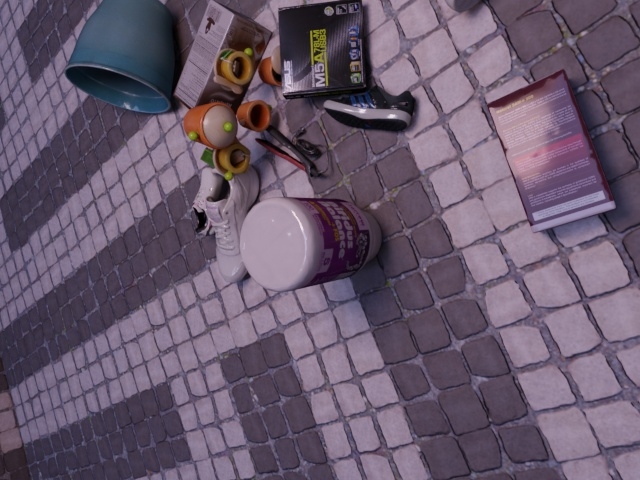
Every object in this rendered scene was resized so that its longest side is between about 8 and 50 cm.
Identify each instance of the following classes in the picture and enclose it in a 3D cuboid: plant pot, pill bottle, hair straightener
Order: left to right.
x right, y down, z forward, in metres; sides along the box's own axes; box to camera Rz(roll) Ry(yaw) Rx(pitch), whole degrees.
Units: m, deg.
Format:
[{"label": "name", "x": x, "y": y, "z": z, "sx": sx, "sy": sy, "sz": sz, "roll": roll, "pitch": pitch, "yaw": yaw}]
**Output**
[{"label": "plant pot", "x": -0.522, "y": -0.525, "z": 1.287, "sx": 0.271, "sy": 0.271, "sz": 0.256, "roll": 5, "pitch": 80, "yaw": 33}, {"label": "hair straightener", "x": -0.061, "y": -0.224, "z": 1.104, "sx": 0.230, "sy": 0.047, "sz": 0.089, "roll": 39, "pitch": 113, "yaw": 32}, {"label": "pill bottle", "x": 0.000, "y": 0.000, "z": 0.926, "sx": 0.169, "sy": 0.301, "sz": 0.170, "roll": 3, "pitch": 95, "yaw": 34}]

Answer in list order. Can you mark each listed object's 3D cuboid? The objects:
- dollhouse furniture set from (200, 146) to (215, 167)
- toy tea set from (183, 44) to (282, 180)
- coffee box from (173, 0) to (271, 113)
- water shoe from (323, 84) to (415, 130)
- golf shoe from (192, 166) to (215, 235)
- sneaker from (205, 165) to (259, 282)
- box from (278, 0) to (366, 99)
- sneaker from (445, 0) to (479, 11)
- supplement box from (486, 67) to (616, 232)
[{"label": "dollhouse furniture set", "x": -0.256, "y": -0.241, "z": 1.213, "sx": 0.058, "sy": 0.152, "sz": 0.076, "roll": 28, "pitch": 120, "yaw": -13}, {"label": "toy tea set", "x": -0.159, "y": -0.306, "z": 1.042, "sx": 0.124, "sy": 0.200, "sz": 0.336, "roll": 16, "pitch": 78, "yaw": 41}, {"label": "coffee box", "x": -0.243, "y": -0.436, "z": 1.162, "sx": 0.098, "sy": 0.141, "sz": 0.247, "roll": 41, "pitch": 115, "yaw": 25}, {"label": "water shoe", "x": 0.104, "y": -0.284, "z": 0.992, "sx": 0.203, "sy": 0.073, "sz": 0.080, "roll": 18, "pitch": 81, "yaw": 28}, {"label": "golf shoe", "x": -0.301, "y": -0.106, "z": 1.254, "sx": 0.067, "sy": 0.086, "sz": 0.186, "roll": -5, "pitch": 89, "yaw": 35}, {"label": "sneaker", "x": -0.240, "y": -0.043, "z": 1.176, "sx": 0.114, "sy": 0.152, "sz": 0.306, "roll": 7, "pitch": 98, "yaw": 28}, {"label": "box", "x": 0.004, "y": -0.411, "z": 1.015, "sx": 0.184, "sy": 0.045, "sz": 0.191, "roll": -2, "pitch": 92, "yaw": 7}, {"label": "sneaker", "x": 0.273, "y": -0.568, "z": 0.836, "sx": 0.169, "sy": 0.108, "sz": 0.293, "roll": 40, "pitch": 104, "yaw": 27}, {"label": "supplement box", "x": 0.389, "y": -0.145, "z": 0.795, "sx": 0.130, "sy": 0.073, "sz": 0.240, "roll": -20, "pitch": 83, "yaw": 32}]
